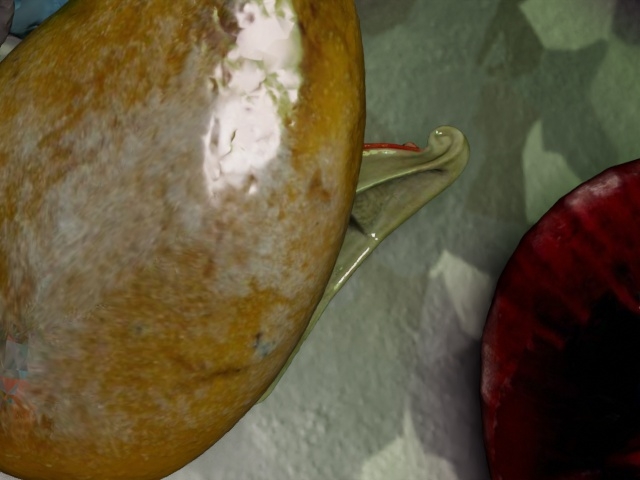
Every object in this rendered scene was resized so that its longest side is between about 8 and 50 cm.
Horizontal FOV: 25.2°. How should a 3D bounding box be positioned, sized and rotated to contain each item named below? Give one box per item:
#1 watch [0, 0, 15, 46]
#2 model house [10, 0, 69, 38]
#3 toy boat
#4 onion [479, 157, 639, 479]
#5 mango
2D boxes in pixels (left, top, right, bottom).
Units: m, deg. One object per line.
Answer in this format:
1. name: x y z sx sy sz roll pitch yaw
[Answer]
1. watch: -0.317 -0.129 0.609 0.327 0.335 0.314 -7 74 -37
2. model house: -0.065 -0.237 0.714 0.261 0.241 0.226 -25 89 -19
3. toy boat: -0.001 0.000 0.760 0.071 0.089 0.185 38 83 31
4. onion: 0.204 0.087 0.710 0.273 0.285 0.273 2 97 15
5. mango: -0.079 -0.024 0.665 0.192 0.146 0.316 31 106 13
